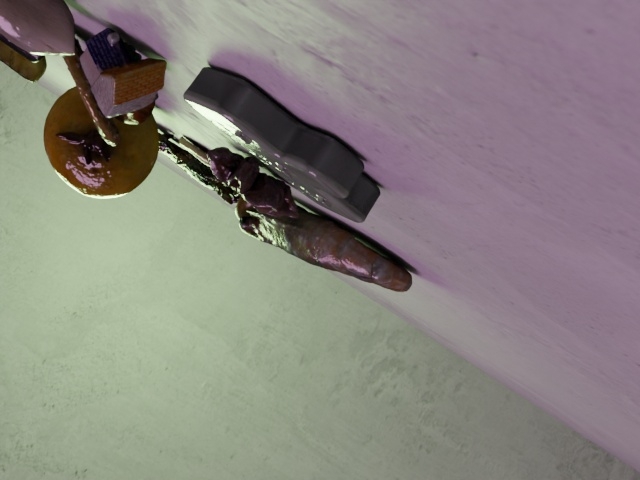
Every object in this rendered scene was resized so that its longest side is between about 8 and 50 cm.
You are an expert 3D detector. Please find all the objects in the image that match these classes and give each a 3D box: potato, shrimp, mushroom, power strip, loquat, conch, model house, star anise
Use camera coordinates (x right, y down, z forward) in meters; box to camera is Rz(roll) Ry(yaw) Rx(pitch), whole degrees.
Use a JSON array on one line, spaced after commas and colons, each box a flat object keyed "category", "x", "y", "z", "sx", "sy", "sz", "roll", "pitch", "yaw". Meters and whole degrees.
[{"category": "potato", "x": -0.651, "y": -0.417, "z": 2.222, "sx": 0.200, "sy": 0.081, "sz": 0.164, "roll": 36, "pitch": -177, "yaw": -9}, {"category": "shrimp", "x": 0.000, "y": 0.000, "z": 2.123, "sx": 0.445, "sy": 0.110, "sz": 0.221, "roll": 25, "pitch": -179, "yaw": 35}, {"category": "mushroom", "x": -0.407, "y": -0.321, "z": 1.431, "sx": 0.212, "sy": 0.088, "sz": 0.097, "roll": 42, "pitch": -156, "yaw": -33}, {"category": "power strip", "x": -0.028, "y": -0.104, "z": 1.281, "sx": 0.265, "sy": 0.059, "sz": 0.193, "roll": 37, "pitch": 175, "yaw": -36}, {"category": "loquat", "x": -0.432, "y": -0.195, "z": 2.107, "sx": 0.244, "sy": 0.244, "sz": 0.244, "roll": 33, "pitch": 176, "yaw": 3}, {"category": "conch", "x": -0.305, "y": -0.234, "z": 1.705, "sx": 0.086, "sy": 0.080, "sz": 0.233, "roll": 42, "pitch": 173, "yaw": 0}, {"category": "shrimp", "x": -0.297, "y": -0.180, "z": 2.463, "sx": 0.290, "sy": 0.054, "sz": 0.222, "roll": 36, "pitch": 177, "yaw": 19}, {"category": "model house", "x": -0.266, "y": -0.237, "z": 1.457, "sx": 0.101, "sy": 0.087, "sz": 0.100, "roll": 63, "pitch": 152, "yaw": 5}, {"category": "star anise", "x": -0.117, "y": -0.100, "z": 1.923, "sx": 0.197, "sy": 0.073, "sz": 0.212, "roll": 37, "pitch": 179, "yaw": -2}]

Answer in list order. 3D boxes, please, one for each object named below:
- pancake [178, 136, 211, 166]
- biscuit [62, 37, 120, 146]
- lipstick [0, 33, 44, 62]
[{"category": "pancake", "x": -0.246, "y": -0.179, "z": 2.312, "sx": 0.139, "sy": 0.022, "sz": 0.139, "roll": 33, "pitch": 177, "yaw": 2}, {"category": "biscuit", "x": -0.377, "y": -0.252, "z": 1.736, "sx": 0.220, "sy": 0.033, "sz": 0.220, "roll": 157, "pitch": 90, "yaw": -87}, {"category": "lipstick", "x": -0.548, "y": -0.393, "z": 1.685, "sx": 0.299, "sy": 0.081, "sz": 0.081, "roll": 37, "pitch": 174, "yaw": -32}]
